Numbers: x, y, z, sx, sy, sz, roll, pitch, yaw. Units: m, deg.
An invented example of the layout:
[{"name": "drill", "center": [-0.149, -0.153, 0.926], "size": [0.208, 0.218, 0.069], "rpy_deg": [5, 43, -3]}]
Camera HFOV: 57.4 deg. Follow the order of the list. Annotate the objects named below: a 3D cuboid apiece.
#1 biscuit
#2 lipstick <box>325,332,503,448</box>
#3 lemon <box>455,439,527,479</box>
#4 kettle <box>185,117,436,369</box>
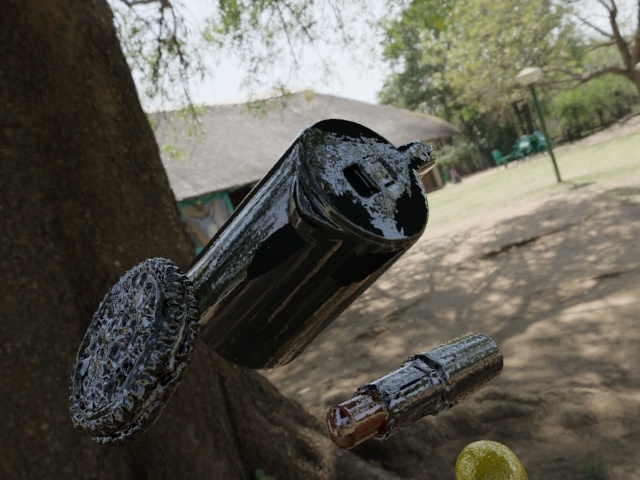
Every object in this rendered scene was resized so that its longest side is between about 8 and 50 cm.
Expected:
[{"name": "biscuit", "center": [-0.191, 0.109, 0.594], "size": [0.194, 0.195, 0.053], "rpy_deg": [-18, -38, 42]}, {"name": "lipstick", "center": [0.124, 0.183, 0.730], "size": [0.299, 0.081, 0.081], "rpy_deg": [-10, -5, -41]}, {"name": "lemon", "center": [0.268, 0.375, 0.924], "size": [0.109, 0.109, 0.133], "rpy_deg": [-20, 21, 6]}, {"name": "kettle", "center": [0.002, 0.012, 0.755], "size": [0.262, 0.203, 0.308], "rpy_deg": [6, -36, -35]}]
